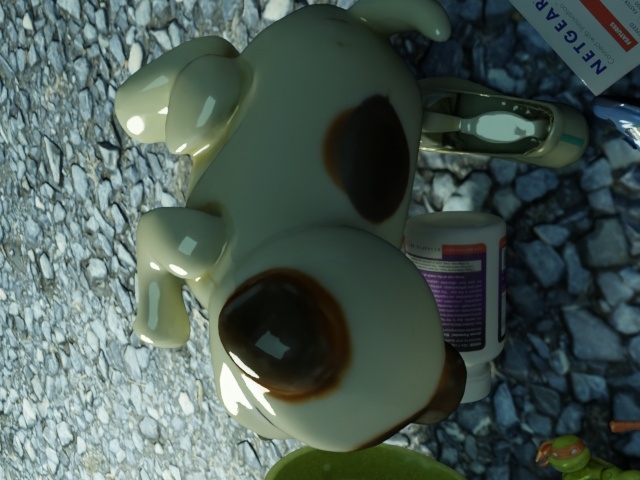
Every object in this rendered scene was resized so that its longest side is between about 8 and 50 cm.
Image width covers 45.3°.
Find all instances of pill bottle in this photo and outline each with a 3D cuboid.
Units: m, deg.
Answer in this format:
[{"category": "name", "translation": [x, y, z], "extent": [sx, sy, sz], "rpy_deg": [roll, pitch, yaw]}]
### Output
[{"category": "pill bottle", "translation": [0.146, 0.071, 0.832], "extent": [0.108, 0.108, 0.193], "rpy_deg": [9, 107, 42]}]

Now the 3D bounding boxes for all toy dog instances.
[{"category": "toy dog", "translation": [0.000, 0.000, 0.728], "extent": [0.395, 0.284, 0.408], "rpy_deg": [-28, 50, 26]}]

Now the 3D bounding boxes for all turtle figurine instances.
[{"category": "turtle figurine", "translation": [0.276, 0.282, 0.779], "extent": [0.269, 0.087, 0.217], "rpy_deg": [-27, 93, 29]}]

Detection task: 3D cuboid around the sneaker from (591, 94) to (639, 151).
[{"category": "sneaker", "translation": [0.301, -0.087, 0.681], "extent": [0.144, 0.053, 0.059], "rpy_deg": [37, 126, 32]}]

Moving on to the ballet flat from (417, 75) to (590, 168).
[{"category": "ballet flat", "translation": [0.151, -0.124, 0.793], "extent": [0.248, 0.086, 0.086], "rpy_deg": [14, 111, 41]}]

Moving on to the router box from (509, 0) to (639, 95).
[{"category": "router box", "translation": [0.226, -0.334, 0.583], "extent": [0.335, 0.082, 0.301], "rpy_deg": [48, 134, -3]}]

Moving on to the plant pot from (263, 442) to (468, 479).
[{"category": "plant pot", "translation": [0.049, 0.415, 0.888], "extent": [0.276, 0.276, 0.253], "rpy_deg": [23, 112, 37]}]
